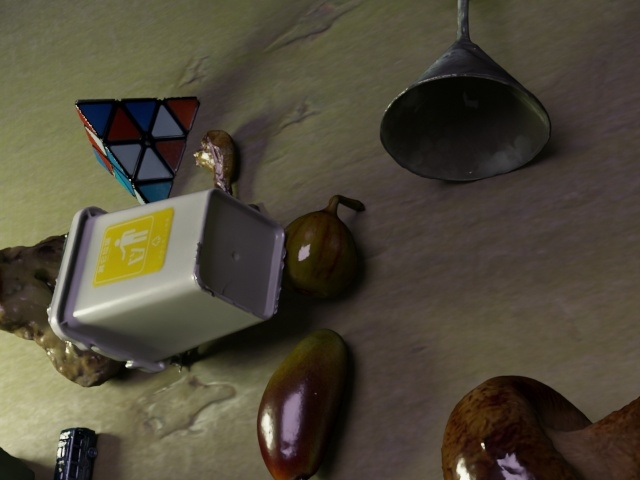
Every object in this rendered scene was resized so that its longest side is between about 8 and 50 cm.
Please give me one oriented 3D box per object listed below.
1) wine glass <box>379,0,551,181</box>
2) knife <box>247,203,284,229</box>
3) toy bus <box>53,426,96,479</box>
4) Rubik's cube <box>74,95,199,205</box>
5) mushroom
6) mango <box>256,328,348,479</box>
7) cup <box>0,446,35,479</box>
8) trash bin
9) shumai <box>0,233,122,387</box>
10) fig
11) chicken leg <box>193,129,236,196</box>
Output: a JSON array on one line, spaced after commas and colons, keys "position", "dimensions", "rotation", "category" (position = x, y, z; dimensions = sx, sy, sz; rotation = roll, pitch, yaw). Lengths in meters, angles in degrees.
[{"position": [0.232, -0.332, 1.690], "dimensions": [0.267, 0.267, 0.405], "rotation": [-15, 54, 28], "category": "wine glass"}, {"position": [-0.079, -0.011, 1.871], "dimensions": [0.045, 0.021, 0.222], "rotation": [-46, 49, 9], "category": "knife"}, {"position": [-0.449, 0.420, 1.860], "dimensions": [0.047, 0.065, 0.165], "rotation": [-15, 59, 29], "category": "toy bus"}, {"position": [-0.438, -0.224, 2.103], "dimensions": [0.250, 0.234, 0.284], "rotation": [6, 70, 38], "category": "Rubik's cube"}, {"position": [0.340, 0.288, 1.229], "dimensions": [0.356, 0.334, 0.331], "rotation": [-32, 51, 29], "category": "mushroom"}, {"position": [-0.031, 0.258, 1.629], "dimensions": [0.133, 0.111, 0.267], "rotation": [-9, 55, 45], "category": "mango"}, {"position": [-0.704, 0.463, 1.796], "dimensions": [0.401, 0.392, 0.310], "rotation": [11, 73, 39], "category": "cup"}, {"position": [-0.236, 0.068, 1.721], "dimensions": [0.368, 0.296, 0.255], "rotation": [-17, 54, 39], "category": "trash bin"}, {"position": [-0.502, 0.096, 1.935], "dimensions": [0.217, 0.283, 0.346], "rotation": [-33, 49, 18], "category": "shumai"}, {"position": [0.003, 0.006, 1.723], "dimensions": [0.142, 0.148, 0.186], "rotation": [-168, 94, -71], "category": "fig"}, {"position": [-0.200, -0.137, 2.004], "dimensions": [0.093, 0.070, 0.178], "rotation": [-27, 63, 20], "category": "chicken leg"}]
